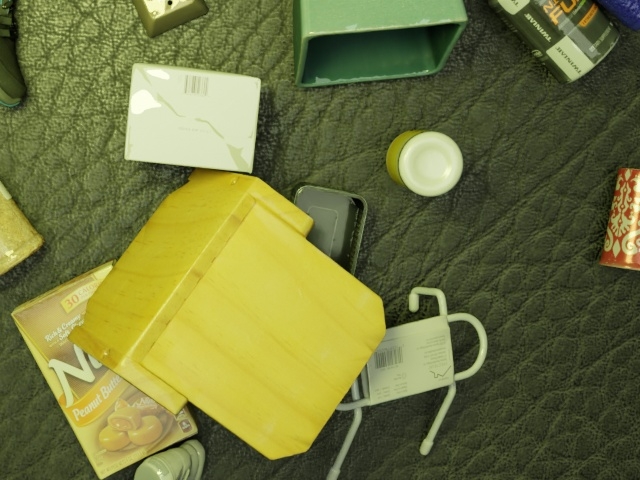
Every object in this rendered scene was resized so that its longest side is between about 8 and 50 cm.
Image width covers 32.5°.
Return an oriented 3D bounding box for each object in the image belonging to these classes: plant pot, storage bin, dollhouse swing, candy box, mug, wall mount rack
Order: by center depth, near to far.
[{"bbox_3d":[-0.133,0.120,1.706,0.305,0.315,0.347,41,77,-29],"label":"dollhouse swing"},{"bbox_3d":[0.071,-0.405,1.723,0.247,0.248,0.252,-7,80,-5],"label":"plant pot"},{"bbox_3d":[-0.248,-0.396,1.754,0.109,0.096,0.109,-24,99,-3],"label":"plant pot"},{"bbox_3d":[-0.353,0.212,1.826,0.183,0.087,0.316,-26,100,-4],"label":"candy box"},{"bbox_3d":[0.116,0.242,1.830,0.350,0.130,0.304,-9,95,-32],"label":"wall mount rack"},{"bbox_3d":[0.000,0.000,1.840,0.122,0.084,0.180,11,97,-8],"label":"storage bin"},{"bbox_3d":[0.555,-0.034,1.902,0.113,0.150,0.169,8,93,29],"label":"mug"}]

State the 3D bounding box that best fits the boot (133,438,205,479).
[{"bbox_3d":[-0.267,0.447,1.863,0.095,0.123,0.258,42,127,22],"label":"boot"}]

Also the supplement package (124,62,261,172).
[{"bbox_3d":[-0.201,-0.193,1.732,0.194,0.203,0.149,6,96,-8],"label":"supplement package"}]

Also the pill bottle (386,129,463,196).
[{"bbox_3d":[0.163,-0.129,1.789,0.103,0.184,0.103,-1,98,-6],"label":"pill bottle"}]

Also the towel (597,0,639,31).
[{"bbox_3d":[0.440,-0.505,1.773,0.308,0.076,0.227,35,54,-10],"label":"towel"}]

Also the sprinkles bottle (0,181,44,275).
[{"bbox_3d":[-0.589,-0.105,1.741,0.121,0.121,0.355,-35,100,-1],"label":"sprinkles bottle"}]

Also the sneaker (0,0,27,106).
[{"bbox_3d":[-0.519,-0.379,1.713,0.140,0.125,0.341,-21,101,-8],"label":"sneaker"}]

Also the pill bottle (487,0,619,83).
[{"bbox_3d":[0.364,-0.385,1.806,0.246,0.130,0.130,44,91,-10],"label":"pill bottle"}]
